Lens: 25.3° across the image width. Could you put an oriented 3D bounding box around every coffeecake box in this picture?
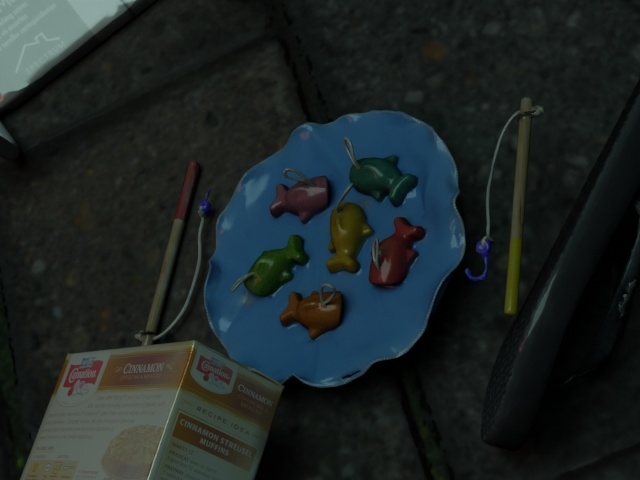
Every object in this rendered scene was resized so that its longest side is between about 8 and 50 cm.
[{"bbox_3d":[-0.111,0.155,0.784,0.142,0.068,0.185,-10,56,52],"label":"coffeecake box"}]

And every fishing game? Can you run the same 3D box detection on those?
[{"bbox_3d":[0.000,0.000,0.847,0.264,0.041,0.189,-4,62,34],"label":"fishing game"}]

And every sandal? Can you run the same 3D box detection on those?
[{"bbox_3d":[0.159,0.002,0.774,0.054,0.097,0.254,28,76,5],"label":"sandal"}]

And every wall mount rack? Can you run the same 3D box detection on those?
[{"bbox_3d":[-0.230,-0.239,1.006,0.350,0.130,0.304,-38,77,0],"label":"wall mount rack"}]
